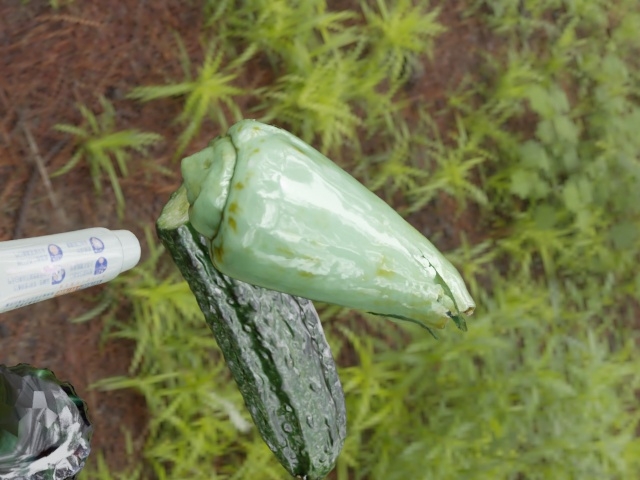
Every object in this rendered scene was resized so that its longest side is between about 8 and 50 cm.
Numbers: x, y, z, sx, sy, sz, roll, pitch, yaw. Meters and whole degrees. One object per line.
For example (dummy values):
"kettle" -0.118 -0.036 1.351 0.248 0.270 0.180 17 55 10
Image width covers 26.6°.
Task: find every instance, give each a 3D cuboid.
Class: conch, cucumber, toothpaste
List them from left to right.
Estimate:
"toothpaste" -0.175 0.019 0.740 0.218 0.033 0.052 -15 103 -58
"cucumber" -0.037 0.060 0.922 0.077 0.077 0.265 -51 125 -43
"conch" 0.000 0.000 0.711 0.170 0.106 0.079 31 94 -12

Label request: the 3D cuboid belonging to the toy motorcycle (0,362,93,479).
"toy motorcycle" -0.205 0.090 0.561 0.213 0.082 0.122 -25 57 -35
